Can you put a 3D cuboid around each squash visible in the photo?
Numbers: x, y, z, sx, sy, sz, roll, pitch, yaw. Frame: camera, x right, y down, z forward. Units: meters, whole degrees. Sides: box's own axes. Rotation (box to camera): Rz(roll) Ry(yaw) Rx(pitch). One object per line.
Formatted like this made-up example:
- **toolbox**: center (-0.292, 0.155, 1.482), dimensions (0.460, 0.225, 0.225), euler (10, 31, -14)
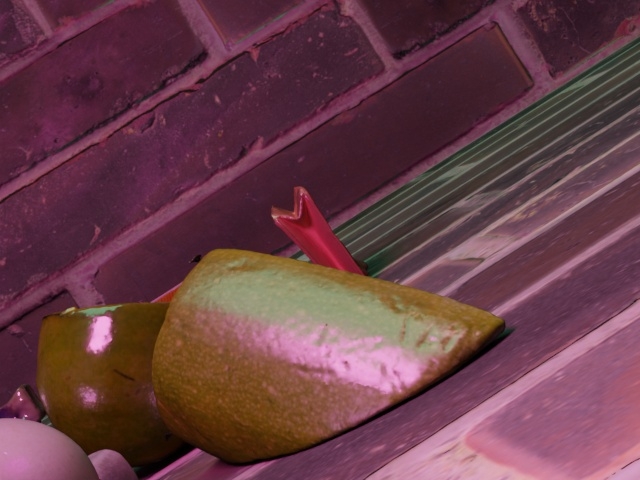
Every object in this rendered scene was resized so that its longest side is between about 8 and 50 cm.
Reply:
- **squash**: center (-0.003, 0.129, 1.033), dimensions (0.289, 0.203, 0.111), euler (16, 34, 34)

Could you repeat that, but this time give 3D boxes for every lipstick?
- **lipstick**: center (-0.225, 0.251, 1.110), dimensions (0.063, 0.057, 0.186), euler (-30, 9, 33)

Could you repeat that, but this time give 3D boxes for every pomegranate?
- **pomegranate**: center (-0.170, 0.149, 1.350), dimensions (0.241, 0.159, 0.190), euler (2, -12, -40)

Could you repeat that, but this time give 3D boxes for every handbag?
- **handbag**: center (0.000, 0.000, 1.809), dimensions (0.059, 0.157, 0.212), euler (-40, 3, 1)

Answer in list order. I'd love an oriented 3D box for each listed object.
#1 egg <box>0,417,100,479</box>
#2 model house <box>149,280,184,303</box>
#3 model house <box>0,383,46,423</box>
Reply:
- **egg**: center (-0.257, 0.220, 0.968), dimensions (0.209, 0.151, 0.151), euler (-36, 4, -6)
- **model house**: center (-0.151, 0.106, 1.811), dimensions (0.219, 0.136, 0.207), euler (-30, 5, 29)
- **model house**: center (-0.495, 0.235, 1.618), dimensions (0.280, 0.312, 0.245), euler (-34, 0, -3)
